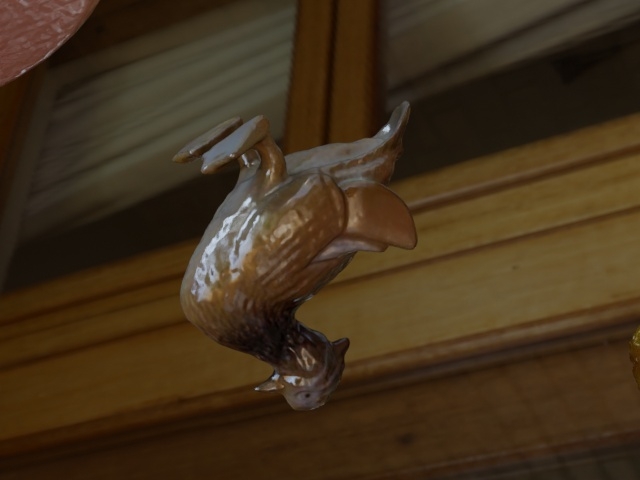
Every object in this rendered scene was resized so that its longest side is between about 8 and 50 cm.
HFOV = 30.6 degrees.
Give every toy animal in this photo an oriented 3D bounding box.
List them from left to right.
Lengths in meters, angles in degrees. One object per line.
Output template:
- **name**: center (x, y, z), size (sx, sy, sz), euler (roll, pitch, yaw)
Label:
- **toy animal**: center (0.000, 0.000, 0.711), size (0.179, 0.188, 0.089), euler (60, 165, -17)

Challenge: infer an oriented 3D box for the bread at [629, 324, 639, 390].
- **bread**: center (0.400, 0.127, 0.815), size (0.380, 0.185, 0.109), euler (35, 178, 42)

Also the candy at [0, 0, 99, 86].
- **candy**: center (-0.272, -0.179, 0.801), size (0.094, 0.255, 0.255), euler (60, -162, 14)
